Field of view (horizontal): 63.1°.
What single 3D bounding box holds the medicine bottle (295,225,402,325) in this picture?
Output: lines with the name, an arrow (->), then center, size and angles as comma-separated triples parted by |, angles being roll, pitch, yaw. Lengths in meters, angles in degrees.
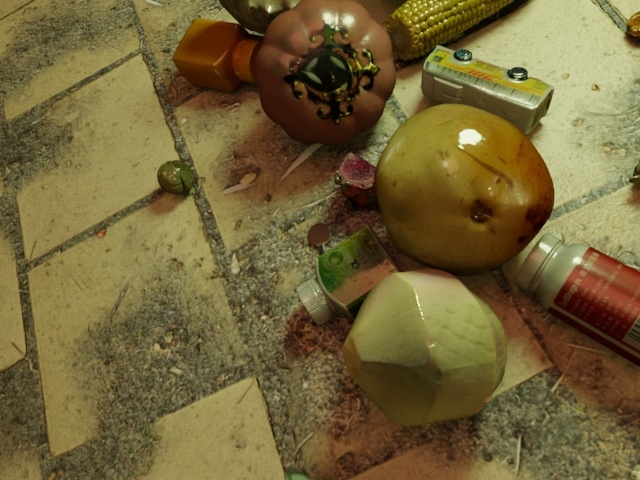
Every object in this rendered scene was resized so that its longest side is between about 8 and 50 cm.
medicine bottle -> 0.054, 0.078, 1.008 | 0.188, 0.088, 0.132 | -33, 62, 1

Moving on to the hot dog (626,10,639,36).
hot dog -> 0.695, -0.456, 1.060 | 0.144, 0.038, 0.062 | -22, 60, 5

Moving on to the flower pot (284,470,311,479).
flower pot -> -0.036, 0.548, 0.796 | 0.253, 0.165, 0.368 | 15, 73, 17

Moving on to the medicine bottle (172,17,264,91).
medicine bottle -> -0.241, -0.464, 1.318 | 0.222, 0.112, 0.150 | 17, 74, 23

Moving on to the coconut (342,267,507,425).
coconut -> 0.156, 0.177, 0.842 | 0.259, 0.259, 0.260 | -7, 66, 15

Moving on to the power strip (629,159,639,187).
power strip -> 0.704, -0.124, 0.901 | 0.305, 0.064, 0.044 | 0, 61, 18

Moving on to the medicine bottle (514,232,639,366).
medicine bottle -> 0.458, 0.093, 0.850 | 0.250, 0.131, 0.131 | 34, 81, 27

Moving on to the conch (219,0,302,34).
conch -> -0.101, -0.564, 1.182 | 0.296, 0.352, 0.210 | -5, 63, -3

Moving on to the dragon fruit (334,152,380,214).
dragon fruit -> 0.082, -0.108, 1.075 | 0.096, 0.102, 0.147 | -44, 52, -12

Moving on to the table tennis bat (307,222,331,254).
table tennis bat -> 0.000, 0.000, 1.104 | 0.050, 0.007, 0.083 | -18, 62, 9

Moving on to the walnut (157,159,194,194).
walnut -> -0.344, -0.150, 1.237 | 0.092, 0.092, 0.092 | -7, 66, 15

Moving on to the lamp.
lamp -> 0.008, -0.357, 1.122 | 0.305, 0.240, 0.306 | -2, 106, -8

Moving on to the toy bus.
toy bus -> 0.332, -0.312, 1.072 | 0.268, 0.092, 0.106 | 31, 64, 26

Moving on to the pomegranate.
pomegranate -> 0.238, -0.086, 0.913 | 0.318, 0.319, 0.320 | -7, 66, 15

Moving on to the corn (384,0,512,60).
corn -> 0.325, -0.545, 1.160 | 0.387, 0.144, 0.144 | -34, 62, 1
